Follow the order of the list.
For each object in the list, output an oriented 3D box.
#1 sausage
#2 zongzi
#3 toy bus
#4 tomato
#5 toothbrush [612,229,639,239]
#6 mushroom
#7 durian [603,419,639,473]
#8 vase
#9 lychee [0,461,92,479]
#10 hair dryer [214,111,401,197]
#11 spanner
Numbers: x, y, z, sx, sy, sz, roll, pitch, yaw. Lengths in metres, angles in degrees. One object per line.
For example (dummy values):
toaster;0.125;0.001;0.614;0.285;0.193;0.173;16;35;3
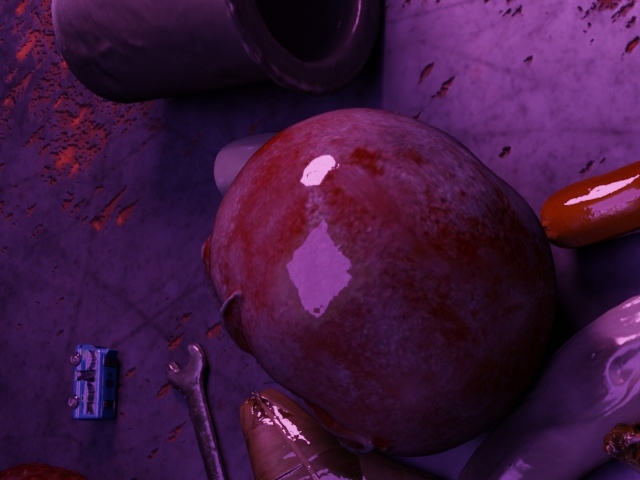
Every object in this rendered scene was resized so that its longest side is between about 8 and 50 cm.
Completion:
sausage;0.274;-0.037;1.387;0.183;0.054;0.062;-22;81;24
zongzi;0.013;0.198;1.504;0.176;0.078;0.160;-27;67;16
toy bus;-0.246;0.155;1.698;0.046;0.038;0.083;-3;80;28
tomato;0.052;0.039;1.363;0.282;0.316;0.317;-47;59;4
toothbrush;0.275;-0.007;1.407;0.097;0.008;0.006;-15;59;31
mushroom;0.214;0.172;1.365;0.351;0.097;0.109;-48;51;21
durian;0.369;0.228;1.231;0.306;0.166;0.172;42;60;16
vase;-0.121;-0.240;1.586;0.291;0.245;0.245;-9;76;38
lychee;-0.280;0.356;1.567;0.260;0.260;0.261;-7;77;32
hair dryer;0.000;0.000;1.565;0.206;0.075;0.237;-6;85;26
spanner;-0.112;0.228;1.610;0.054;0.015;0.254;-27;67;24
